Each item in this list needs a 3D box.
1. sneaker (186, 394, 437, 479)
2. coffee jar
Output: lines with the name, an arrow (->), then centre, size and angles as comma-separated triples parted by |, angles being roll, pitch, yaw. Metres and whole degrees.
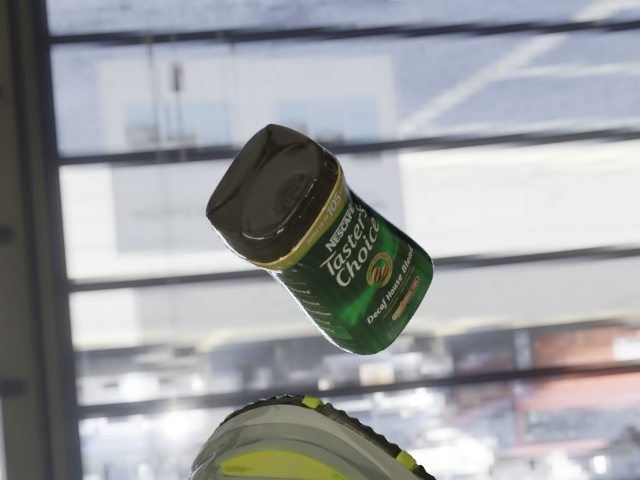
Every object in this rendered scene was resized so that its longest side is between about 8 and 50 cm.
sneaker -> 0.081, 0.240, 1.064 | 0.385, 0.145, 0.147 | 28, -148, 7
coffee jar -> 0.000, 0.000, 1.369 | 0.079, 0.096, 0.184 | 24, 167, 42
